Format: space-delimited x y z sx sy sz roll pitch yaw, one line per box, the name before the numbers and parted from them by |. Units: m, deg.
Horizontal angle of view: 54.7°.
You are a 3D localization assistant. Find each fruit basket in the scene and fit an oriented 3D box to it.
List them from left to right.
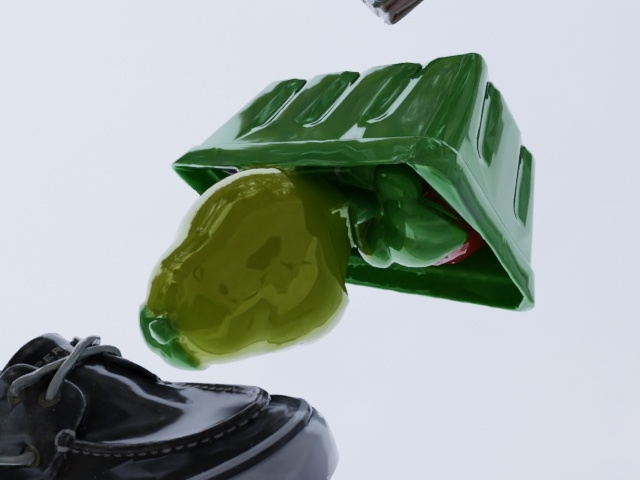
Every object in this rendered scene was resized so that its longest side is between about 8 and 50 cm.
fruit basket | 0.000 0.000 0.629 0.392 0.392 0.283 -51 -50 -8

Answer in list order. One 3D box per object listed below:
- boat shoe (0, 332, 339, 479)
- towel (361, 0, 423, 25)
boat shoe | -0.155 0.116 0.366 0.335 0.121 0.119 -14 -85 22
towel | 0.164 -0.425 0.791 0.317 0.332 0.053 -38 -61 12
